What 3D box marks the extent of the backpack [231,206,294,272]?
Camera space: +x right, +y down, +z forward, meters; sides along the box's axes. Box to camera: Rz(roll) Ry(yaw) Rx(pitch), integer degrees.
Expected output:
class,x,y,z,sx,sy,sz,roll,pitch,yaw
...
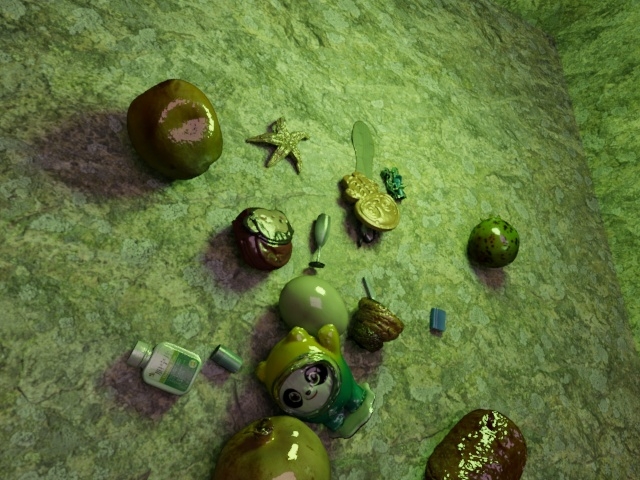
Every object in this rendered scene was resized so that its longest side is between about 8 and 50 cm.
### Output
class,x,y,z,sx,sy,sz,roll,pitch,yaw
backpack,-0.183,-0.001,1.357,0.229,0.139,0.229,27,49,-37

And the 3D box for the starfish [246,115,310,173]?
class,x,y,z,sx,sy,sz,roll,pitch,yaw
starfish,-0.136,-0.358,1.568,0.277,0.062,0.235,-12,84,-37

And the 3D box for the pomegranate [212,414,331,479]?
class,x,y,z,sx,sy,sz,roll,pitch,yaw
pomegranate,-0.125,0.603,1.075,0.319,0.319,0.319,11,68,-27

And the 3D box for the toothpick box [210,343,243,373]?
class,x,y,z,sx,sy,sz,roll,pitch,yaw
toothpick box,-0.275,0.347,1.222,0.083,0.052,0.052,39,58,-14

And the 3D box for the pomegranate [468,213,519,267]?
class,x,y,z,sx,sy,sz,roll,pitch,yaw
pomegranate,0.766,-0.022,1.866,0.231,0.231,0.286,19,54,-23

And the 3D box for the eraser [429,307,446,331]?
class,x,y,z,sx,sy,sz,roll,pitch,yaw
eraser,0.473,0.320,1.680,0.063,0.027,0.084,21,64,-21

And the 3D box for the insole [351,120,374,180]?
class,x,y,z,sx,sy,sz,roll,pitch,yaw
insole,0.183,-0.362,1.770,0.119,0.009,0.348,13,66,-26

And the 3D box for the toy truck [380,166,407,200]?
class,x,y,z,sx,sy,sz,roll,pitch,yaw
toy truck,0.320,-0.247,1.767,0.080,0.078,0.154,-8,77,-33

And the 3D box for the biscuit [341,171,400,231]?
class,x,y,z,sx,sy,sz,roll,pitch,yaw
biscuit,0.197,-0.157,1.632,0.202,0.044,0.288,-19,69,-33

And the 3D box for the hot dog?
class,x,y,z,sx,sy,sz,roll,pitch,yaw
hot dog,0.528,0.759,1.411,0.387,0.174,0.267,-34,48,-30

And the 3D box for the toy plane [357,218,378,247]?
class,x,y,z,sx,sy,sz,roll,pitch,yaw
toy plane,0.182,-0.066,1.639,0.078,0.053,0.197,4,75,-20

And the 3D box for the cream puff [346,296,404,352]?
class,x,y,z,sx,sy,sz,roll,pitch,yaw
cream puff,0.175,0.307,1.451,0.183,0.183,0.169,41,81,-11

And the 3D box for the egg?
class,x,y,z,sx,sy,sz,roll,pitch,yaw
egg,-0.018,0.221,1.335,0.254,0.188,0.188,38,58,-19

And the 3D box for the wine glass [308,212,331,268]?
class,x,y,z,sx,sy,sz,roll,pitch,yaw
wine glass,0.000,0.000,1.505,0.066,0.066,0.198,20,61,-23

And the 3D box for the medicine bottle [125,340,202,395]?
class,x,y,z,sx,sy,sz,roll,pitch,yaw
medicine bottle,-0.425,0.338,1.130,0.183,0.069,0.119,30,62,-16

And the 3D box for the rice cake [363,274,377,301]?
class,x,y,z,sx,sy,sz,roll,pitch,yaw
rice cake,0.189,0.189,1.567,0.022,0.021,0.121,-15,81,-23

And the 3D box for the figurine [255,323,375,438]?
class,x,y,z,sx,sy,sz,roll,pitch,yaw
figurine,-0.019,0.420,1.245,0.323,0.231,0.340,-44,107,1

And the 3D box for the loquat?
class,x,y,z,sx,sy,sz,roll,pitch,yaw
loquat,-0.433,-0.331,1.262,0.284,0.276,0.276,55,54,-22
